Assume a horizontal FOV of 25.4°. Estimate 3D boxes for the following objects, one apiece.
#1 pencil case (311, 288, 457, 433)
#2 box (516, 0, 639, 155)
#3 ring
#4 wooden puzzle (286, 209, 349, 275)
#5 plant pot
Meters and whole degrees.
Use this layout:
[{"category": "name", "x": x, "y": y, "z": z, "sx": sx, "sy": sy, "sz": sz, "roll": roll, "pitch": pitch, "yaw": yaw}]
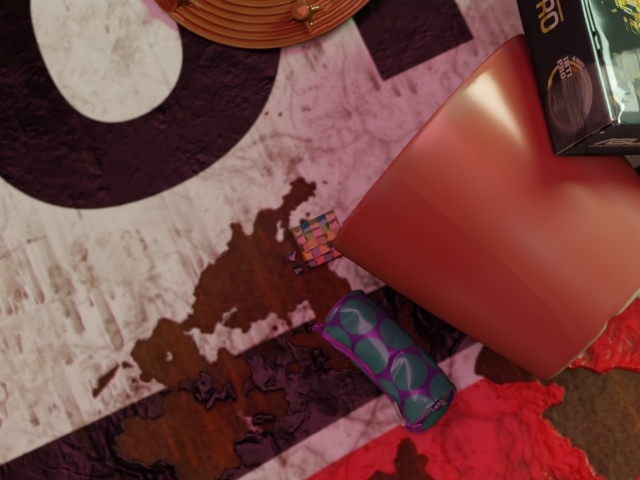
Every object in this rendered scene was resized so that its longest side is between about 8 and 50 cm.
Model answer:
[{"category": "pencil case", "x": 0.067, "y": 0.122, "z": 1.431, "sx": 0.070, "sy": 0.064, "sz": 0.152, "roll": -37, "pitch": 74, "yaw": -26}, {"category": "box", "x": 0.361, "y": -0.240, "z": 1.346, "sx": 0.395, "sy": 0.097, "sz": 0.318, "roll": -2, "pitch": 75, "yaw": -30}, {"category": "ring", "x": -0.061, "y": -0.376, "z": 1.547, "sx": 0.336, "sy": 0.032, "sz": 0.337, "roll": -1, "pitch": 86, "yaw": 13}, {"category": "wooden puzzle", "x": 0.000, "y": 0.000, "z": 1.496, "sx": 0.083, "sy": 0.006, "sz": 0.049, "roll": -24, "pitch": 76, "yaw": 3}, {"category": "plant pot", "x": 0.188, "y": -0.017, "z": 1.358, "sx": 0.243, "sy": 0.275, "sz": 0.275, "roll": 43, "pitch": 87, "yaw": 4}]
